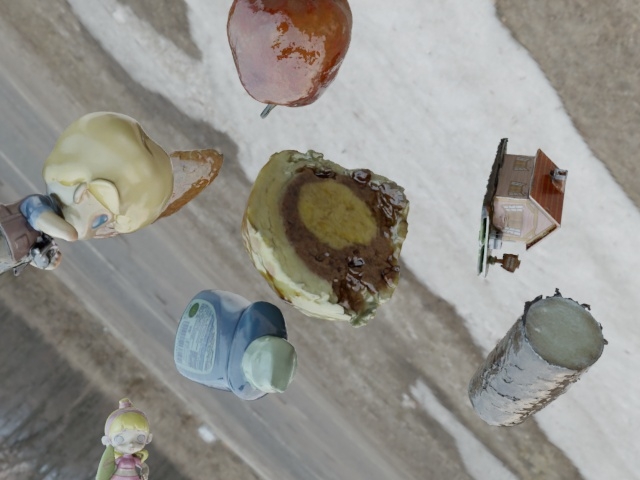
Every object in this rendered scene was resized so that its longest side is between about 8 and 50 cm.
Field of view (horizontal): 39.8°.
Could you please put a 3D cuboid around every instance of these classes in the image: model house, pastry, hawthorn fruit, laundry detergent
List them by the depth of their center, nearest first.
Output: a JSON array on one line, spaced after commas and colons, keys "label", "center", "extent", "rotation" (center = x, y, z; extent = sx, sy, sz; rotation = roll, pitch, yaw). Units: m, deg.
[{"label": "laundry detergent", "center": [-0.112, 0.151, 1.245], "extent": [0.094, 0.143, 0.290], "rotation": [24, 172, -29]}, {"label": "pastry", "center": [-0.008, 0.004, 1.303], "extent": [0.237, 0.256, 0.170], "rotation": [19, 148, -9]}, {"label": "hawthorn fruit", "center": [-0.061, -0.340, 1.576], "extent": [0.224, 0.224, 0.261], "rotation": [31, 124, 26]}, {"label": "model house", "center": [0.420, -0.062, 1.818], "extent": [0.154, 0.294, 0.207], "rotation": [7, 127, 16]}]

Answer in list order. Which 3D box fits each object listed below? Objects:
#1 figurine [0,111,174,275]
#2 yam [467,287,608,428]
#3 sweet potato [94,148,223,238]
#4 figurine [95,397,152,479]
[{"label": "figurine", "center": [-0.208, -0.024, 0.722], "extent": [0.108, 0.196, 0.114], "rotation": [40, 152, 11]}, {"label": "yam", "center": [0.306, 0.179, 1.274], "extent": [0.131, 0.131, 0.279], "rotation": [38, 154, 12]}, {"label": "sweet potato", "center": [-0.231, -0.068, 1.180], "extent": [0.252, 0.097, 0.097], "rotation": [-19, 119, 33]}, {"label": "figurine", "center": [-0.278, 0.316, 1.243], "extent": [0.083, 0.187, 0.083], "rotation": [0, 169, 0]}]
